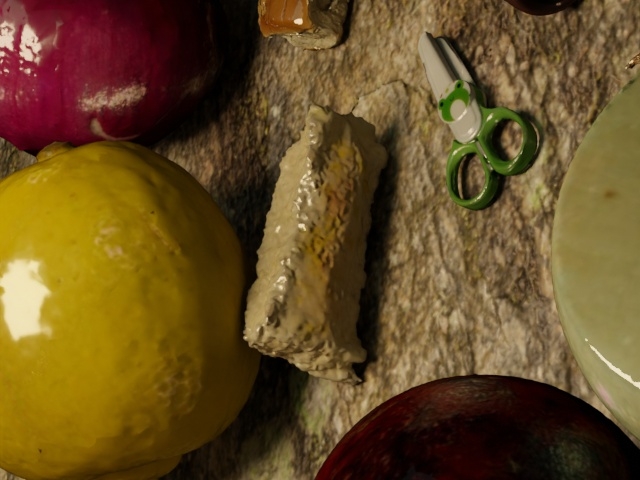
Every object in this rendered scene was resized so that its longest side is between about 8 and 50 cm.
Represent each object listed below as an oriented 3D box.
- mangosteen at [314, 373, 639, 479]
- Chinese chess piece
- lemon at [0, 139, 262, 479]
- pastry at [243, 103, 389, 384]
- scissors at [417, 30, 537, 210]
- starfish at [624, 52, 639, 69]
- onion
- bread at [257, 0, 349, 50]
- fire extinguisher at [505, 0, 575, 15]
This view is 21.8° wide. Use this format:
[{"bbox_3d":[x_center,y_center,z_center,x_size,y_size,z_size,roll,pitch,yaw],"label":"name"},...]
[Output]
[{"bbox_3d":[0.151,0.250,1.191,0.306,0.359,0.306,-176,90,-80],"label":"mangosteen"},{"bbox_3d":[0.327,0.003,1.105,0.349,0.146,0.349,-18,52,24],"label":"Chinese chess piece"},{"bbox_3d":[-0.216,0.073,1.616,0.348,0.348,0.348,-24,56,41],"label":"lemon"},{"bbox_3d":[-0.004,0.000,1.573,0.089,0.121,0.258,-12,63,41],"label":"pastry"},{"bbox_3d":[0.134,-0.124,1.544,0.101,0.027,0.204,-43,47,26],"label":"scissors"},{"bbox_3d":[0.291,-0.157,1.388,0.092,0.016,0.086,-1,70,52],"label":"starfish"},{"bbox_3d":[-0.268,-0.188,1.858,0.348,0.347,0.385,43,140,49],"label":"onion"},{"bbox_3d":[-0.015,-0.244,1.733,0.070,0.076,0.083,-8,66,51],"label":"bread"},{"bbox_3d":[0.143,-0.331,1.585,0.138,0.102,0.344,-33,40,-8],"label":"fire extinguisher"}]
